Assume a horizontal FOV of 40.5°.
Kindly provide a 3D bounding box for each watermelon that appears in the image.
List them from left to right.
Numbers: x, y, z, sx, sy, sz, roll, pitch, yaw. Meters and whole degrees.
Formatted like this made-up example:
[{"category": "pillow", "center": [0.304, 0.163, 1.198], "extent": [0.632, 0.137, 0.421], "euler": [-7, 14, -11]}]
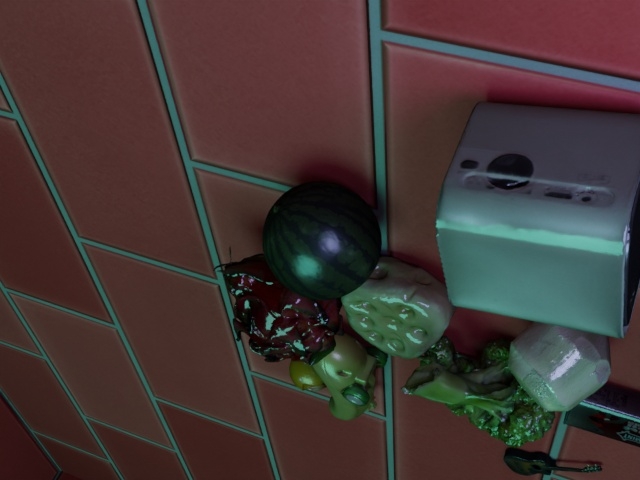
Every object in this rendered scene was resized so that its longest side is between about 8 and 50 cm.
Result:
[{"category": "watermelon", "center": [0.000, 0.000, 1.513], "extent": [0.212, 0.212, 0.212], "euler": [19, 145, 13]}]

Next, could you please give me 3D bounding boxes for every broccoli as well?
[{"category": "broccoli", "center": [0.298, 0.259, 1.688], "extent": [0.302, 0.186, 0.254], "euler": [36, -176, -16]}]

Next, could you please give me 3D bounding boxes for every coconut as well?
[{"category": "coconut", "center": [0.431, 0.207, 1.534], "extent": [0.171, 0.183, 0.171], "euler": [52, -179, -2]}]

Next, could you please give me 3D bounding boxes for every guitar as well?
[{"category": "guitar", "center": [0.531, 0.513, 1.988], "extent": [0.233, 0.025, 0.088], "euler": [-8, 132, 40]}]

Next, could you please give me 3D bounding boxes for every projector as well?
[{"category": "projector", "center": [0.319, -0.034, 1.201], "extent": [0.249, 0.249, 0.248], "euler": [10, 142, 26]}]

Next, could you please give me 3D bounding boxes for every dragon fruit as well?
[{"category": "dragon fruit", "center": [-0.078, 0.114, 1.707], "extent": [0.233, 0.234, 0.293], "euler": [-13, 133, 45]}]

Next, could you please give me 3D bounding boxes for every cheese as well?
[{"category": "cheese", "center": [0.144, 0.123, 1.655], "extent": [0.218, 0.117, 0.235], "euler": [45, 141, -21]}]

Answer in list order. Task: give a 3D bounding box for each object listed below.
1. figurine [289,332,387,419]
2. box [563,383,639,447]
[{"category": "figurine", "center": [0.028, 0.311, 1.987], "extent": [0.222, 0.124, 0.325], "euler": [19, 149, 13]}, {"category": "box", "center": [0.593, 0.342, 1.679], "extent": [0.224, 0.069, 0.120], "euler": [15, 145, 15]}]
